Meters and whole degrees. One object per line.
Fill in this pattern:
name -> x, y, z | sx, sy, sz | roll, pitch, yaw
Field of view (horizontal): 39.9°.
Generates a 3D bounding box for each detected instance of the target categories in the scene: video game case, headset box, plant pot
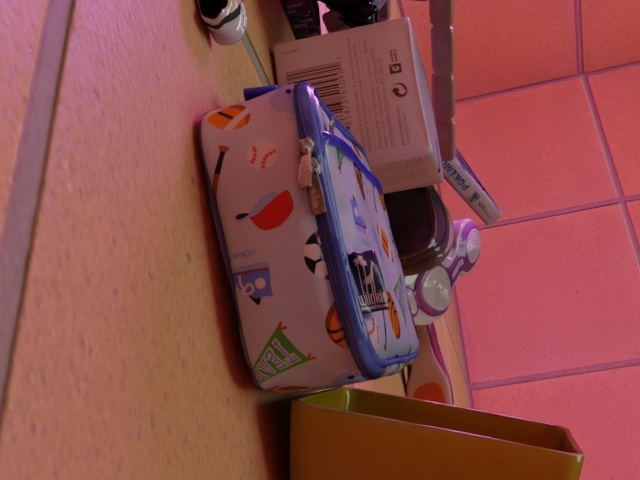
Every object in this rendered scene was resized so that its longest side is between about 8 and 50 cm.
video game case -> 0.155, -0.206, 1.440 | 0.300, 0.036, 0.329 | 38, 19, -47
headset box -> -0.025, -0.296, 1.094 | 0.083, 0.032, 0.062 | 65, 18, -56
plant pot -> 0.085, 0.234, 0.717 | 0.212, 0.212, 0.187 | 28, 71, -76

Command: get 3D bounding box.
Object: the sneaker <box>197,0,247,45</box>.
sneaker -> -0.082, -0.216, 0.713 | 0.044, 0.040, 0.109 | 35, 45, -71

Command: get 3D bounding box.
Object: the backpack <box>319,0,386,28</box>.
backpack -> 0.027, -0.308, 0.976 | 0.115, 0.152, 0.182 | -60, 173, 13

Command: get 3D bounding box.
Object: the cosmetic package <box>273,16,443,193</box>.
cosmetic package -> 0.049, -0.138, 0.998 | 0.184, 0.151, 0.151 | 26, 55, -76

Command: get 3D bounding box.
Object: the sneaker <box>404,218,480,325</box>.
sneaker -> 0.158, 0.055, 1.489 | 0.305, 0.152, 0.114 | -37, 122, -52

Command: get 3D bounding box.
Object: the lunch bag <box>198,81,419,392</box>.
lunch bag -> 0.000, 0.000, 0.736 | 0.303, 0.115, 0.243 | 33, 45, -76

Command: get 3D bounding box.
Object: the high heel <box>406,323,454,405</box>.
high heel -> 0.183, 0.210, 1.521 | 0.244, 0.082, 0.117 | 67, 21, 4

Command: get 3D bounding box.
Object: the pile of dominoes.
pile of dominoes -> 0.093, -0.223, 1.132 | 0.040, 0.196, 0.251 | -37, 133, -42

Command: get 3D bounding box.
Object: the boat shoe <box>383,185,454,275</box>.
boat shoe -> 0.107, -0.087, 1.367 | 0.130, 0.132, 0.355 | 53, 14, -36
